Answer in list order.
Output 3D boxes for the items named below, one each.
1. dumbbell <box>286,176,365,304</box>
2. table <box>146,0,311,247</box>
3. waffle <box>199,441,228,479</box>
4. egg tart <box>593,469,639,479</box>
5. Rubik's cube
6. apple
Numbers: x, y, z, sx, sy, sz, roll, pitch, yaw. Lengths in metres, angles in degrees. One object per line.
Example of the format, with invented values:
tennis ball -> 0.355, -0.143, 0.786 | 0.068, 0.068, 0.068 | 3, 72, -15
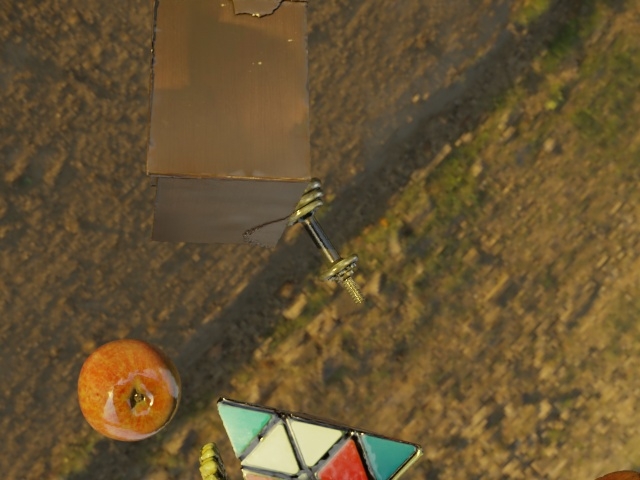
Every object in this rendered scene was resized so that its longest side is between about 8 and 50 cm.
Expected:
dumbbell -> 0.000, 0.000, 1.684 | 0.110, 0.254, 0.110 | -32, 177, -2
table -> -0.132, -0.148, 1.288 | 0.196, 0.250, 0.282 | 1, 164, -11
waffle -> -0.146, 0.393, 1.442 | 0.036, 0.183, 0.169 | -14, -169, -5
egg tart -> 0.394, 0.400, 1.238 | 0.215, 0.171, 0.215 | -39, -178, 1
Rubik's cube -> 0.050, 0.298, 1.379 | 0.234, 0.284, 0.250 | -15, -176, 28
apple -> -0.348, 0.274, 1.790 | 0.188, 0.188, 0.174 | -38, -163, -18
